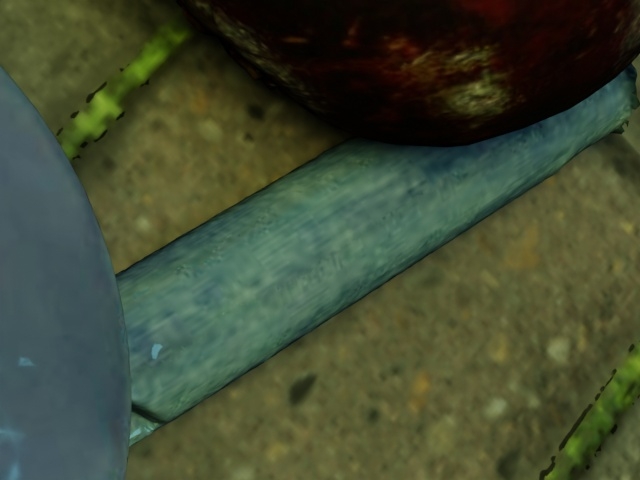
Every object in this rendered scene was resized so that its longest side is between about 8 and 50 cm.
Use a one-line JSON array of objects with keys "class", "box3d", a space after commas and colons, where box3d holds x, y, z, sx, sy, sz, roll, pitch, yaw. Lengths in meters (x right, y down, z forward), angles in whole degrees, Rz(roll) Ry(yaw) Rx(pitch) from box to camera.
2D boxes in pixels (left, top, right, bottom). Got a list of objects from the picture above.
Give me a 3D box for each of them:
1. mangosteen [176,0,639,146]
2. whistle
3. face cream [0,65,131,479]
[{"class": "mangosteen", "box3d": [0.049, -0.169, 0.685, 0.235, 0.235, 0.261, 40, 98, -14]}, {"class": "whistle", "box3d": [0.000, 0.000, 0.741, 0.304, 0.062, 0.062, -31, 95, -27]}, {"class": "face cream", "box3d": [-0.208, 0.051, 0.540, 0.249, 0.225, 0.249, 6, 78, -28]}]
